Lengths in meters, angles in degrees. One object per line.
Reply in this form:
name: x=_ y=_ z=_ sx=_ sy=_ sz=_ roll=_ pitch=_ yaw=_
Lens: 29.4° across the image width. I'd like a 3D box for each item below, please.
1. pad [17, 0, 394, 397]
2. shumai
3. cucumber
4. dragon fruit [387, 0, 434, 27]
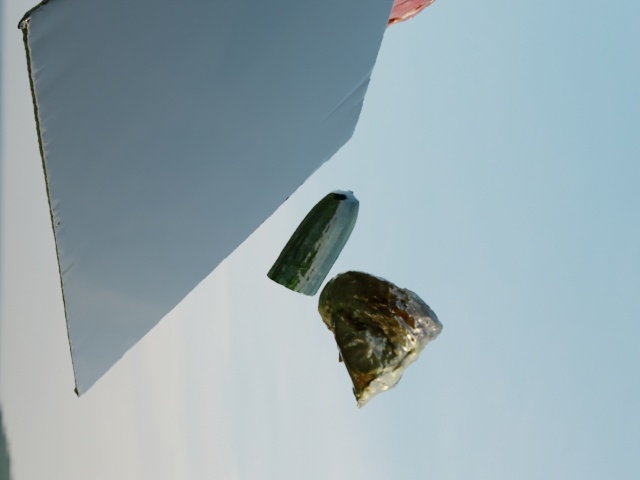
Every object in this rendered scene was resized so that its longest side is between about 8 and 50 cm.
pad: x=-0.029 y=-0.055 z=0.468 sx=0.005 sy=0.202 sz=0.300 roll=40 pitch=-23 yaw=11
shumai: x=0.053 y=0.092 z=1.229 sx=0.139 sy=0.123 sz=0.105 roll=-32 pitch=-157 yaw=32
cucumber: x=0.000 y=0.000 z=1.076 sx=0.105 sy=0.048 sz=0.048 roll=-57 pitch=-162 yaw=1
dragon fruit: x=0.038 y=-0.312 z=1.121 sx=0.241 sy=0.252 sz=0.241 roll=3 pitch=-85 yaw=31
